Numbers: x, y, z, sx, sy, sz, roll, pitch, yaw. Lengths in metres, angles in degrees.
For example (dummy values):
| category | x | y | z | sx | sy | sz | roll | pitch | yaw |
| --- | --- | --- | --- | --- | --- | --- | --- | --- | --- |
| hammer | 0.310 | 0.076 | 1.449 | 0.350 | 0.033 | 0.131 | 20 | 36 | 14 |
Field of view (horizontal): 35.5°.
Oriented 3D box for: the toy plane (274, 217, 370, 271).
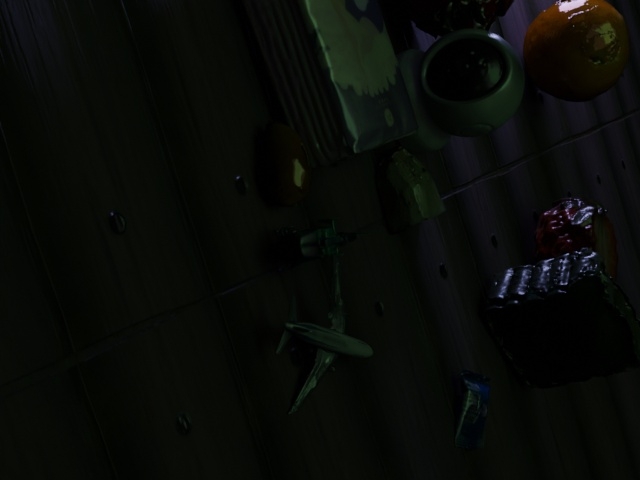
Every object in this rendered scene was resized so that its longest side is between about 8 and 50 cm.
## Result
| category | x | y | z | sx | sy | sz | roll | pitch | yaw |
| --- | --- | --- | --- | --- | --- | --- | --- | --- | --- |
| toy plane | 0.000 | 0.000 | 1.421 | 0.235 | 0.096 | 0.060 | -18 | 95 | -74 |

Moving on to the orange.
| category | x | y | z | sx | sy | sz | roll | pitch | yaw |
| --- | --- | --- | --- | --- | --- | --- | --- | --- | --- |
| orange | 0.595 | -0.444 | 2.316 | 0.246 | 0.246 | 0.246 | 26 | 57 | -49 |

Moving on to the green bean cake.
| category | x | y | z | sx | sy | sz | roll | pitch | yaw |
| --- | --- | --- | --- | --- | --- | --- | --- | --- | --- |
| green bean cake | 0.462 | 0.150 | 1.894 | 0.241 | 0.255 | 0.132 | 55 | 36 | -21 |

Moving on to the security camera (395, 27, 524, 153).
| category | x | y | z | sx | sy | sz | roll | pitch | yaw |
| --- | --- | --- | --- | --- | --- | --- | --- | --- | --- |
| security camera | 0.243 | -0.265 | 1.748 | 0.194 | 0.236 | 0.194 | 24 | 60 | -52 |

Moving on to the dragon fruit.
| category | x | y | z | sx | sy | sz | roll | pitch | yaw |
| --- | --- | --- | --- | --- | --- | --- | --- | --- | --- |
| dragon fruit | 0.253 | -0.490 | 1.843 | 0.244 | 0.244 | 0.299 | 33 | 34 | -46 |

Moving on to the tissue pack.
| category | x | y | z | sx | sy | sz | roll | pitch | yaw |
| --- | --- | --- | --- | --- | --- | --- | --- | --- | --- |
| tissue pack | 0.012 | -0.296 | 1.518 | 0.242 | 0.125 | 0.343 | -27 | 100 | -56 |

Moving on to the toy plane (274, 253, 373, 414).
| category | x | y | z | sx | sy | sz | roll | pitch | yaw |
| --- | --- | --- | --- | --- | --- | --- | --- | --- | --- |
| toy plane | 0.010 | 0.137 | 1.390 | 0.226 | 0.058 | 0.226 | 29 | 75 | -61 |

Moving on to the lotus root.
| category | x | y | z | sx | sy | sz | roll | pitch | yaw |
| --- | --- | --- | --- | --- | --- | --- | --- | --- | --- |
| lotus root | 0.155 | -0.091 | 1.698 | 0.143 | 0.070 | 0.144 | -38 | 109 | -55 |

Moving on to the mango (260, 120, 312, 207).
| category | x | y | z | sx | sy | sz | roll | pitch | yaw |
| --- | --- | --- | --- | --- | --- | --- | --- | --- | --- |
| mango | -0.049 | -0.110 | 1.416 | 0.077 | 0.063 | 0.127 | 2 | 75 | -47 |

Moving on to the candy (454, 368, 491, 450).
| category | x | y | z | sx | sy | sz | roll | pitch | yaw |
| --- | --- | --- | --- | --- | --- | --- | --- | --- | --- |
| candy | 0.268 | 0.299 | 1.743 | 0.088 | 0.038 | 0.136 | 25 | 67 | -45 |

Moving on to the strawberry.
| category | x | y | z | sx | sy | sz | roll | pitch | yaw |
| --- | --- | --- | --- | --- | --- | --- | --- | --- | --- |
| strawberry | 0.552 | 0.074 | 2.165 | 0.265 | 0.149 | 0.336 | -23 | 107 | -63 |
